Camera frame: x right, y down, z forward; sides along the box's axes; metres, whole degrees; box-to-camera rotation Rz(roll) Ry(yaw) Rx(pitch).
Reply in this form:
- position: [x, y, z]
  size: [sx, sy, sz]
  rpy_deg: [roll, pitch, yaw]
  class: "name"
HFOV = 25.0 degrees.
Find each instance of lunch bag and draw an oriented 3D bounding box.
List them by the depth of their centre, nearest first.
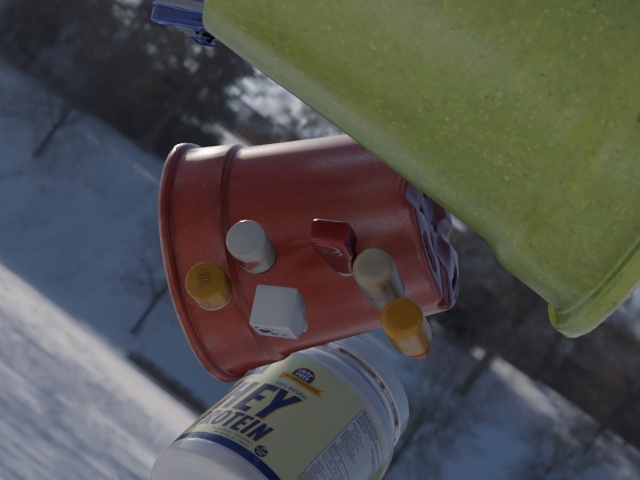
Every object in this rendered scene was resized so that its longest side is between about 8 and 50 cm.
- position: [-0.088, -0.182, 1.101]
  size: [0.067, 0.065, 0.098]
  rpy_deg: [14, 5, 11]
  class: "lunch bag"

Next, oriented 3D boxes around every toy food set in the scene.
- position: [-0.004, 0.048, 1.388]
  size: [0.232, 0.111, 0.104]
  rpy_deg: [5, -20, 15]
  class: "toy food set"

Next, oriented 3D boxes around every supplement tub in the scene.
- position: [-0.047, 0.289, 1.947]
  size: [0.235, 0.325, 0.235]
  rpy_deg: [21, -49, 27]
  class: "supplement tub"

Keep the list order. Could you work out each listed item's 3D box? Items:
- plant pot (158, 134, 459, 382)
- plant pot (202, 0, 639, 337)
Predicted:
- position: [0.000, 0.000, 1.572]
  size: [0.265, 0.273, 0.272]
  rpy_deg: [-11, -25, 15]
  class: "plant pot"
- position: [0.087, -0.128, 0.756]
  size: [0.253, 0.276, 0.276]
  rpy_deg: [29, -7, 0]
  class: "plant pot"
